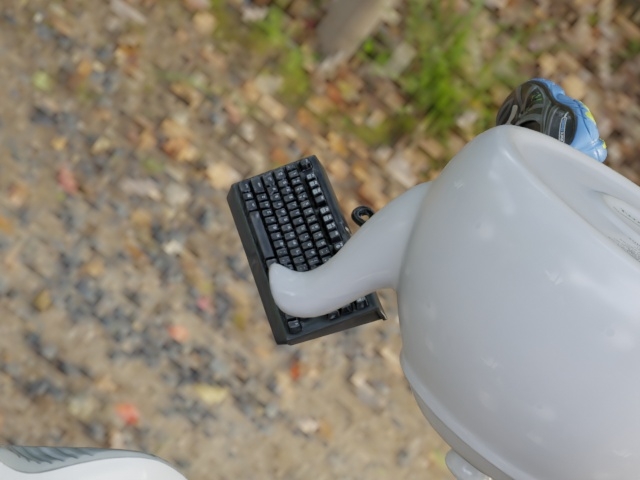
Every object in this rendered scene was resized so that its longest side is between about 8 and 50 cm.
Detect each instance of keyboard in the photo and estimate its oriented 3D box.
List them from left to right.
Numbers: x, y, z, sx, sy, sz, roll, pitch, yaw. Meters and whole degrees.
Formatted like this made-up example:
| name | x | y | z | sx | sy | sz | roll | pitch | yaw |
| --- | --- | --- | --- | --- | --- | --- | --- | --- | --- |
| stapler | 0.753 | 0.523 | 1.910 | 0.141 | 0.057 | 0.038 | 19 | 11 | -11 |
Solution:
| name | x | y | z | sx | sy | sz | roll | pitch | yaw |
| --- | --- | --- | --- | --- | --- | --- | --- | --- | --- |
| keyboard | 0.000 | 0.000 | 1.342 | 0.180 | 0.108 | 0.023 | -111 | -172 | -48 |

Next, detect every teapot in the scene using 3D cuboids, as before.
| name | x | y | z | sx | sy | sz | roll | pitch | yaw |
| --- | --- | --- | --- | --- | --- | --- | --- | --- | --- |
| teapot | 0.141 | 0.071 | 1.068 | 0.252 | 0.187 | 0.256 | 21 | 20 | -38 |

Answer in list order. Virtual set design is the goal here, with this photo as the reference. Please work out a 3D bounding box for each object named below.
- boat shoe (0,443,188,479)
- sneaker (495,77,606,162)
| name | x | y | z | sx | sy | sz | roll | pitch | yaw |
| --- | --- | --- | --- | --- | --- | --- | --- | --- | --- |
| boat shoe | -0.143 | 0.138 | 0.790 | 0.320 | 0.118 | 0.103 | 28 | 62 | -73 |
| sneaker | 0.179 | -0.091 | 1.578 | 0.188 | 0.078 | 0.067 | -130 | -162 | -74 |
